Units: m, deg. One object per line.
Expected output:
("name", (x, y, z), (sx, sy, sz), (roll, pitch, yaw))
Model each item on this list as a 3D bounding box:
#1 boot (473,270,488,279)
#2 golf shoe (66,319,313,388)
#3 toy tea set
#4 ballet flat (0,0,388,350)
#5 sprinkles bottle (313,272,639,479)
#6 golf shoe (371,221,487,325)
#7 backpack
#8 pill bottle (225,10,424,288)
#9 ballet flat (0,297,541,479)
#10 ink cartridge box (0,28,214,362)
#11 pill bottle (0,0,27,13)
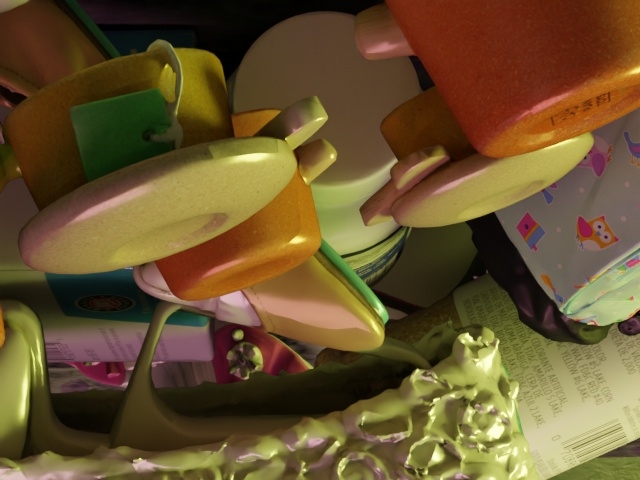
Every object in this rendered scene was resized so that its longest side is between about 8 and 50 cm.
("boot", (0.130, 0.112, 1.098), (0.118, 0.222, 0.338), (1, 165, -3))
("golf shoe", (-0.069, 0.095, 1.074), (0.306, 0.115, 0.140), (38, -169, 18))
("toy tea set", (-0.034, -0.058, 0.509), (0.336, 0.124, 0.200), (-17, 169, -23))
("ballet flat", (-0.074, -0.019, 0.637), (0.232, 0.073, 0.080), (44, 167, 1))
("sprinkles bottle", (0.176, 0.041, 0.801), (0.355, 0.121, 0.121), (-26, 161, 8))
("golf shoe", (0.000, 0.000, 0.910), (0.120, 0.105, 0.273), (17, 158, -36))
("backpack", (0.145, -0.042, 0.666), (0.115, 0.152, 0.182), (-21, 168, -44))
("pill bottle", (-0.001, -0.039, 0.733), (0.112, 0.112, 0.186), (0, 165, -3))
("ballet flat", (-0.098, 0.087, 0.695), (0.409, 0.147, 0.147), (0, 165, -8))
("ink cartridge box", (-0.213, -0.013, 0.786), (0.308, 0.129, 0.223), (-1, 165, -2))
("pill bottle", (-0.140, -0.112, 0.454), (0.193, 0.108, 0.108), (-11, 162, 37))
